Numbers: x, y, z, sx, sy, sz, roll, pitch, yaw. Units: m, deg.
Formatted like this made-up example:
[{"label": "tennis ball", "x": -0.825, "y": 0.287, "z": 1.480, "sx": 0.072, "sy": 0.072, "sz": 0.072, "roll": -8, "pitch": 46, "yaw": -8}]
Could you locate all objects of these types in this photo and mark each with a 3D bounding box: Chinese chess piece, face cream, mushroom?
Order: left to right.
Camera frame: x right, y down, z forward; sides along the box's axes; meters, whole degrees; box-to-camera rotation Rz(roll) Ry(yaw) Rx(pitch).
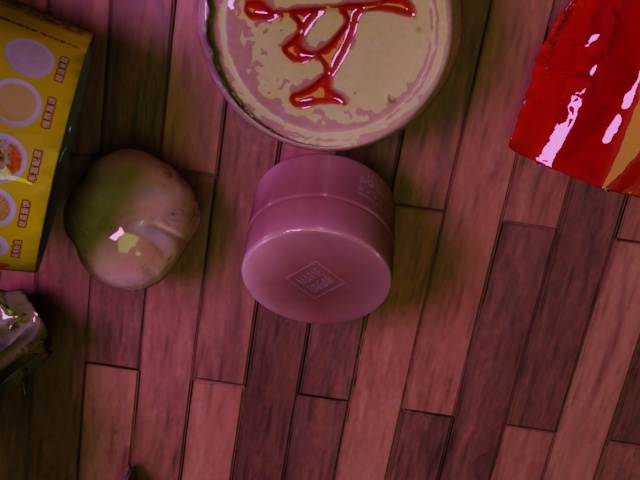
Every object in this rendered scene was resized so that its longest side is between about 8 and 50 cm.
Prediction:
[{"label": "mushroom", "x": -0.194, "y": -0.022, "z": 0.900, "sx": 0.148, "sy": 0.112, "sz": 0.148, "roll": 0, "pitch": 85, "yaw": 3}, {"label": "face cream", "x": 0.000, "y": 0.000, "z": 0.881, "sx": 0.149, "sy": 0.104, "sz": 0.149, "roll": 4, "pitch": 139, "yaw": 3}, {"label": "Chinese chess piece", "x": 0.009, "y": -0.209, "z": 0.833, "sx": 0.249, "sy": 0.103, "sz": 0.250, "roll": 1, "pitch": 112, "yaw": 3}]

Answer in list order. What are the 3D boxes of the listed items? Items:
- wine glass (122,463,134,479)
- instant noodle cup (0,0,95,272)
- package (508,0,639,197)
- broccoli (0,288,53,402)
[{"label": "wine glass", "x": -0.157, "y": 0.335, "z": 1.037, "sx": 0.182, "sy": 0.122, "sz": 0.122, "roll": 15, "pitch": 110, "yaw": -3}, {"label": "instant noodle cup", "x": -0.341, "y": -0.102, "z": 0.792, "sx": 0.221, "sy": 0.311, "sz": 0.311, "roll": 14, "pitch": 111, "yaw": -14}, {"label": "package", "x": 0.416, "y": -0.115, "z": 0.848, "sx": 0.423, "sy": 0.123, "sz": 0.196, "roll": 14, "pitch": 108, "yaw": -5}, {"label": "broccoli", "x": -0.427, "y": 0.144, "z": 0.905, "sx": 0.283, "sy": 0.321, "sz": 0.304, "roll": -29, "pitch": 93, "yaw": -25}]
